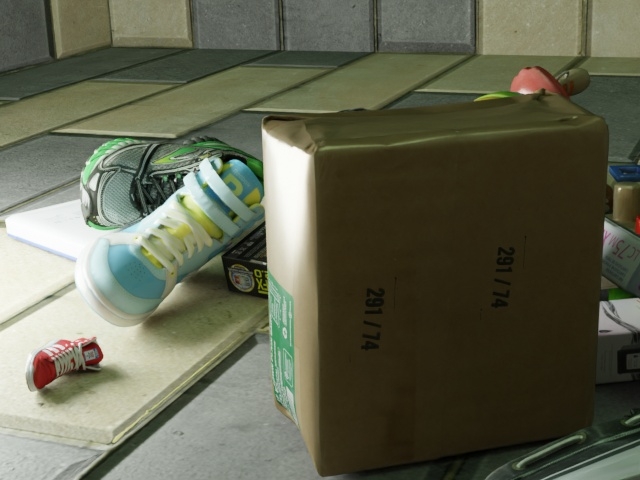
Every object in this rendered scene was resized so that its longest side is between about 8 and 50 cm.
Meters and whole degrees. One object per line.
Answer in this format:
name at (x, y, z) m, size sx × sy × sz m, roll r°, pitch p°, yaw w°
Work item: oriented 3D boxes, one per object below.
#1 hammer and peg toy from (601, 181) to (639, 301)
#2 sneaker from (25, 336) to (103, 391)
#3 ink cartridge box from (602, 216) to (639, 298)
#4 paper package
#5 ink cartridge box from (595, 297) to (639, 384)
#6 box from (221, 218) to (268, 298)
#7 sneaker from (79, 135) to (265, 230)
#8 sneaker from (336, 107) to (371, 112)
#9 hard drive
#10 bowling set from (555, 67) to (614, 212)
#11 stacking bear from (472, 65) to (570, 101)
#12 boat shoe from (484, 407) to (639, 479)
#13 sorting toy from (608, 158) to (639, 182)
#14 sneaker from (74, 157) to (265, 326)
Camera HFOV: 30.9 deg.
hammer and peg toy at (0.409, 0.007, 1.522) m, size 0.361 × 0.127 × 0.266 m, roll -7°, pitch 16°, yaw -14°
sneaker at (-0.289, 0.139, 1.321) m, size 0.067 × 0.042 × 0.118 m, roll -3°, pitch 15°, yaw 8°
ink cartridge box at (0.424, 0.065, 1.282) m, size 0.311 × 0.065 × 0.186 m, roll 24°, pitch 10°, yaw -19°
paper package at (0.107, 0.032, 1.137) m, size 0.309 × 0.325 × 0.168 m, roll -6°, pitch 18°, yaw -15°
ink cartridge box at (0.340, 0.111, 1.302) m, size 0.180 × 0.060 × 0.104 m, roll -5°, pitch 17°, yaw -10°
box at (0.026, -0.002, 1.616) m, size 0.216 × 0.060 × 0.270 m, roll 9°, pitch 34°, yaw 32°
sneaker at (-0.218, -0.092, 1.762) m, size 0.146 × 0.134 × 0.343 m, roll 13°, pitch 22°, yaw 40°
sneaker at (0.016, -0.139, 1.798) m, size 0.295 × 0.147 × 0.104 m, roll 10°, pitch 37°, yaw 38°
hard drive at (-0.319, -0.014, 1.818) m, size 0.210 × 0.040 × 0.318 m, roll -17°, pitch 22°, yaw -41°
bowling set at (0.375, -0.119, 1.864) m, size 0.154 × 0.287 × 0.200 m, roll -22°, pitch 59°, yaw -34°
stacking bear at (0.244, -0.142, 1.677) m, size 0.289 × 0.175 × 0.164 m, roll -13°, pitch 56°, yaw -50°
boat shoe at (0.288, 0.182, 0.974) m, size 0.335 × 0.121 × 0.119 m, roll -10°, pitch 23°, yaw -18°
sorting toy at (0.668, -0.101, 1.979) m, size 0.347 × 0.047 × 0.196 m, roll -7°, pitch 22°, yaw -14°
sneaker at (-0.184, -0.015, 1.518) m, size 0.208 × 0.127 × 0.319 m, roll -40°, pitch 5°, yaw 22°
